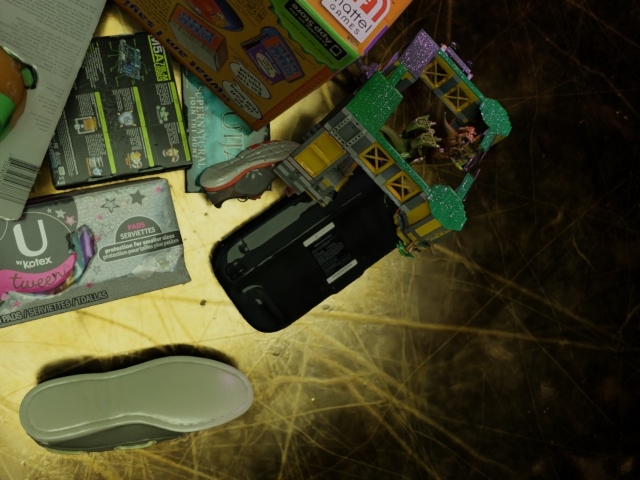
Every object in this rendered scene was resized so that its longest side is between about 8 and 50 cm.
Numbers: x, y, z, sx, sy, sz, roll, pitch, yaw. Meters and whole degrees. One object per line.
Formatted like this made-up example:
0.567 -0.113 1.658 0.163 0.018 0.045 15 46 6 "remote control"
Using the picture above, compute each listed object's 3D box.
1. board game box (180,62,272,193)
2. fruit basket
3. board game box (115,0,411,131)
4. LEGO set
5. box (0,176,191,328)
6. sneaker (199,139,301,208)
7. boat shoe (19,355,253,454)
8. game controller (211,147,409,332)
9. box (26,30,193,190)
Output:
-0.134 -0.162 1.002 0.126 0.026 0.186 -3 95 -15 "board game box"
-0.451 -0.228 0.793 0.327 0.165 0.352 22 60 -25 "fruit basket"
-0.048 -0.404 0.814 0.356 0.356 0.356 42 73 -14 "board game box"
0.094 -0.121 0.955 0.255 0.192 0.331 39 50 -16 "LEGO set"
-0.308 0.006 0.894 0.248 0.163 0.142 -14 99 -15 "box"
-0.092 -0.092 0.986 0.158 0.061 0.064 -22 127 -12 "sneaker"
-0.248 0.232 0.966 0.305 0.091 0.109 -3 58 -17 "boat shoe"
0.000 0.000 1.042 0.319 0.067 0.166 -35 116 -10 "game controller"
-0.280 -0.175 0.928 0.184 0.045 0.190 -13 90 -18 "box"
